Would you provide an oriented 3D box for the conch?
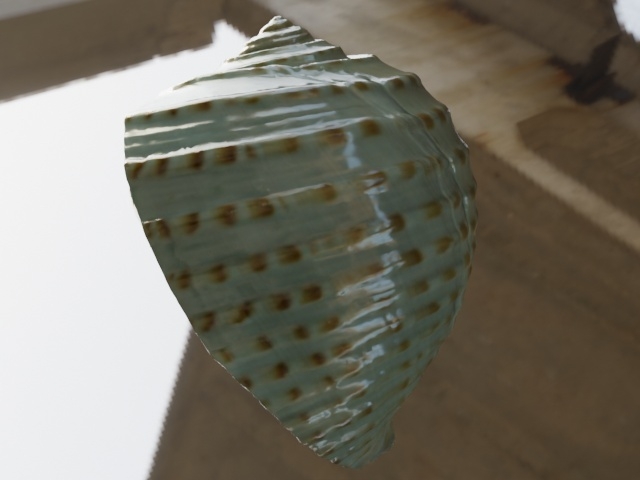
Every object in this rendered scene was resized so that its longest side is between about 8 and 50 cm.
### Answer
[{"bbox_3d":[0.011,-0.012,1.132,0.215,0.303,0.319,-35,-98,19],"label":"conch"}]
